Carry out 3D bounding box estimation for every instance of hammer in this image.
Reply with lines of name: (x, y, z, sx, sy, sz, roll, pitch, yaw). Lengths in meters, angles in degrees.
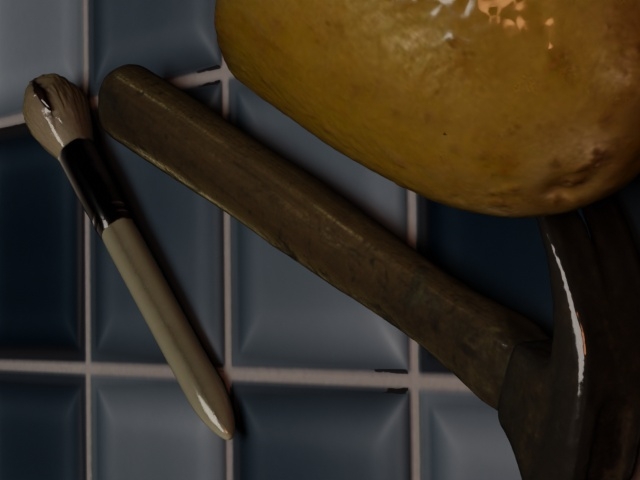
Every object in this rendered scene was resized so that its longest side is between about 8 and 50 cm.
hammer: (0.000, 0.000, 0.861, 0.440, 0.044, 0.168, 33, 117, 50)

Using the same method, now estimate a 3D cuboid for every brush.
brush: (-0.114, 0.001, 1.032, 0.299, 0.039, 0.042, 57, 132, 37)

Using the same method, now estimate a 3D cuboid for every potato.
potato: (0.072, -0.084, 0.675, 0.203, 0.178, 0.158, -43, 68, 16)
